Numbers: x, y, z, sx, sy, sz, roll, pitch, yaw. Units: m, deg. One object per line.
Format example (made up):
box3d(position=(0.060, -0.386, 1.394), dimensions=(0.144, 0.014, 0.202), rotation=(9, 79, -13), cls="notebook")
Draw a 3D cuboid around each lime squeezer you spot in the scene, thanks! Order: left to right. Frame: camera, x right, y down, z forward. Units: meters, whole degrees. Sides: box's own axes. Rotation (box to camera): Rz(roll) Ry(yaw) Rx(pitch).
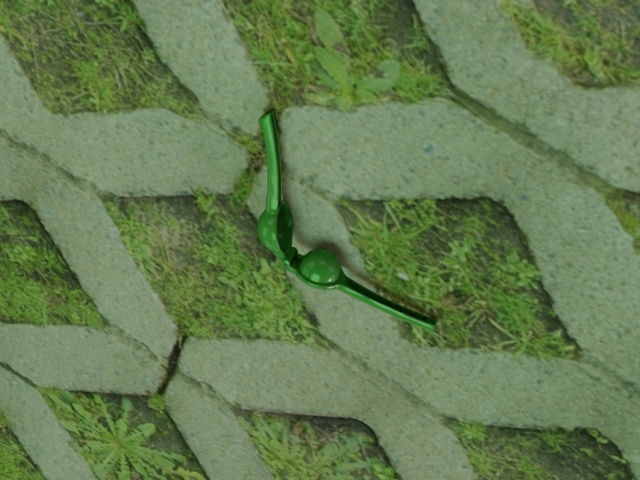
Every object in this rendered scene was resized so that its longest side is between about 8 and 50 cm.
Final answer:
box3d(position=(0.000, 0.000, 1.695), dimensions=(0.110, 0.059, 0.310), rotation=(-35, 104, 16), cls="lime squeezer")
